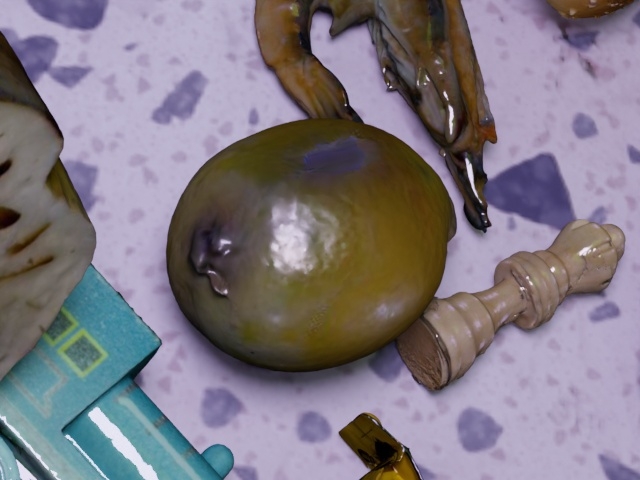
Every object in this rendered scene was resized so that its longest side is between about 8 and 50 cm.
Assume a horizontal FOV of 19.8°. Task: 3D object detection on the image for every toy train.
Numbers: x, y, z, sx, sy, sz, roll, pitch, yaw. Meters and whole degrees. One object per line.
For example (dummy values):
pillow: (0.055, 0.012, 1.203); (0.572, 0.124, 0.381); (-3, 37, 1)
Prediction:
toy train: (-0.112, 0.166, 1.017); (0.298, 0.120, 0.194); (47, 60, 3)

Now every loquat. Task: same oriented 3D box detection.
loquat: (0.000, 0.000, 1.096); (0.195, 0.152, 0.152); (-13, 74, -40)

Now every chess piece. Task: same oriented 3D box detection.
chess piece: (0.129, 0.034, 1.173); (0.172, 0.060, 0.060); (-27, 80, -26)

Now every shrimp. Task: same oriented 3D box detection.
shrimp: (0.035, -0.121, 1.198); (0.145, 0.059, 0.254); (-7, 72, -16)

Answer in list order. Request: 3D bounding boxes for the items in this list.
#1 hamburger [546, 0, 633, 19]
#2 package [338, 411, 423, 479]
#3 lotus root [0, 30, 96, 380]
hamburger: (0.204, -0.233, 1.218); (0.118, 0.191, 0.182); (41, 93, 9)
package: (0.038, 0.172, 1.084); (0.047, 0.071, 0.131); (6, 69, -13)
lotus root: (-0.287, -0.066, 0.955); (0.250, 0.250, 0.346); (-23, 47, -23)
